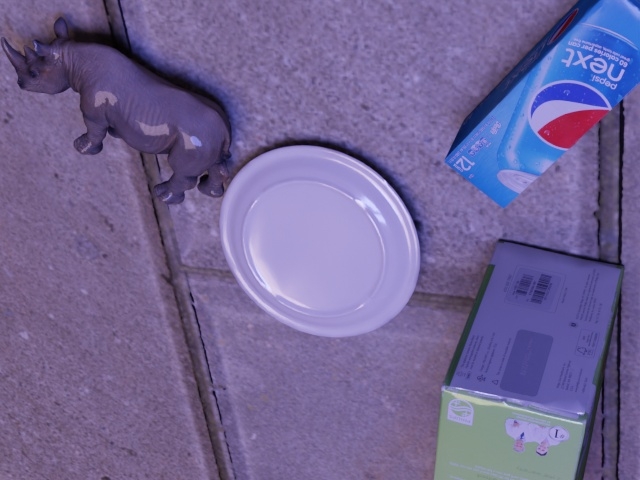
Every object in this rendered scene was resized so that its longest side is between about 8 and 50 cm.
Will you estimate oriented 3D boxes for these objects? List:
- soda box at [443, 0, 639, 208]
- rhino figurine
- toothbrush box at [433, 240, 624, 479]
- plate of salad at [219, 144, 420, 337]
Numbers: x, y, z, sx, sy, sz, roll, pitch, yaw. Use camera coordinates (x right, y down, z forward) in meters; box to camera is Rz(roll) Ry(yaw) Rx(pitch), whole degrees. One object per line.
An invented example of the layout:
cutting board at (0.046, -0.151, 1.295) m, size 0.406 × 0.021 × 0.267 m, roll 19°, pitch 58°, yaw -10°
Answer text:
soda box at (0.189, -0.120, 0.955) m, size 0.067 × 0.071 × 0.210 m, roll 37°, pitch 132°, yaw -6°
rhino figurine at (-0.186, -0.126, 1.123) m, size 0.243 × 0.073 × 0.106 m, roll 30°, pitch 136°, yaw 2°
toothbrush box at (0.181, 0.178, 1.101) m, size 0.122 × 0.206 × 0.283 m, roll 11°, pitch 130°, yaw 16°
plate of salad at (0.000, 0.000, 1.153) m, size 0.200 × 0.048 × 0.200 m, roll 9°, pitch 118°, yaw 17°
